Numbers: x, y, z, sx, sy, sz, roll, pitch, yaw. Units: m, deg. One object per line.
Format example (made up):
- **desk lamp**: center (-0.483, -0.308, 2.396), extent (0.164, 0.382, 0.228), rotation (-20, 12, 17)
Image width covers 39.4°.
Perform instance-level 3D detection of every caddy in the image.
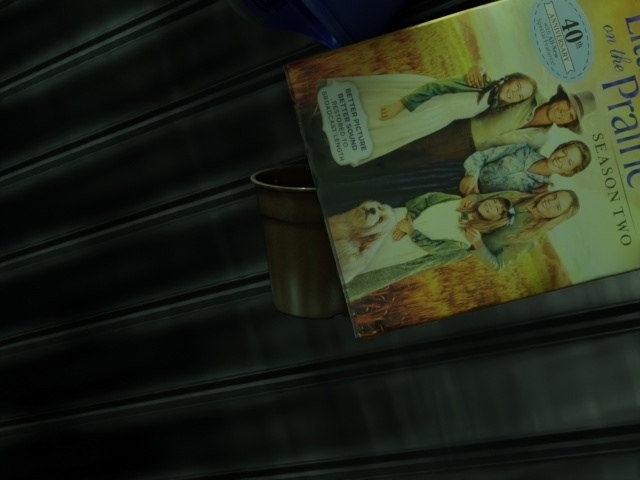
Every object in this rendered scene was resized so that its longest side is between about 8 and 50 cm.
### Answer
- **caddy**: center (-0.033, -0.316, 0.975), extent (0.241, 0.341, 0.179), rotation (43, 96, 18)

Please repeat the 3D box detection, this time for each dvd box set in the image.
- **dvd box set**: center (0.201, -0.092, 0.927), extent (0.420, 0.062, 0.307), rotation (-14, 89, 8)

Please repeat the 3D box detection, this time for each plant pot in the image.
- **plant pot**: center (0.000, 0.000, 1.088), extent (0.167, 0.167, 0.165), rotation (8, 107, 28)
